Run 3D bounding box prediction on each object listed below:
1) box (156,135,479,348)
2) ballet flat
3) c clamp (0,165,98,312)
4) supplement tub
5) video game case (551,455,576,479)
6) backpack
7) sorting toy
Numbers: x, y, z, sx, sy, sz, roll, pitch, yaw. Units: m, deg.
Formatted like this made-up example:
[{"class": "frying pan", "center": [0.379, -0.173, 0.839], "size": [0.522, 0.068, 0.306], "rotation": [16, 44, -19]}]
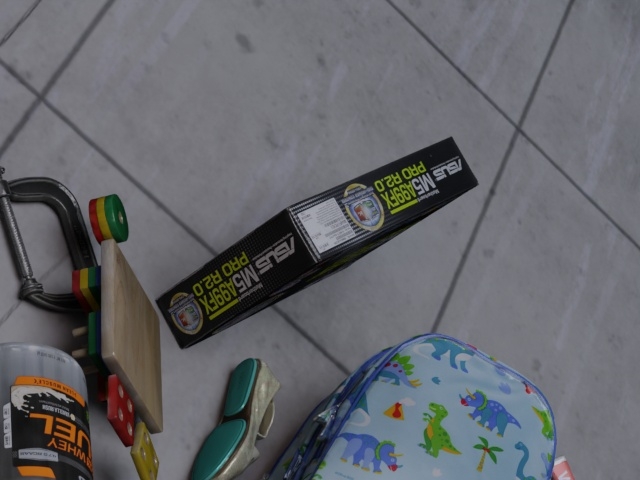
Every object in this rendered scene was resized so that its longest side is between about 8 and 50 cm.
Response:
[{"class": "box", "center": [0.000, 0.000, 1.797], "size": [0.270, 0.216, 0.060], "rotation": [-25, 83, -48]}, {"class": "ballet flat", "center": [-0.072, 0.183, 1.742], "size": [0.052, 0.057, 0.168], "rotation": [47, 43, -26]}, {"class": "c clamp", "center": [-0.268, -0.002, 1.696], "size": [0.137, 0.022, 0.160], "rotation": [-10, 72, -51]}, {"class": "supplement tub", "center": [-0.245, 0.188, 1.505], "size": [0.117, 0.117, 0.190], "rotation": [22, 40, -33]}, {"class": "video game case", "center": [0.251, 0.367, 1.829], "size": [0.025, 0.204, 0.285], "rotation": [-20, 81, -24]}, {"class": "backpack", "center": [0.078, 0.259, 1.712], "size": [0.290, 0.273, 0.355], "rotation": [29, 32, 3]}, {"class": "sorting toy", "center": [-0.186, 0.098, 1.658], "size": [0.132, 0.046, 0.274], "rotation": [66, 13, -50]}]
